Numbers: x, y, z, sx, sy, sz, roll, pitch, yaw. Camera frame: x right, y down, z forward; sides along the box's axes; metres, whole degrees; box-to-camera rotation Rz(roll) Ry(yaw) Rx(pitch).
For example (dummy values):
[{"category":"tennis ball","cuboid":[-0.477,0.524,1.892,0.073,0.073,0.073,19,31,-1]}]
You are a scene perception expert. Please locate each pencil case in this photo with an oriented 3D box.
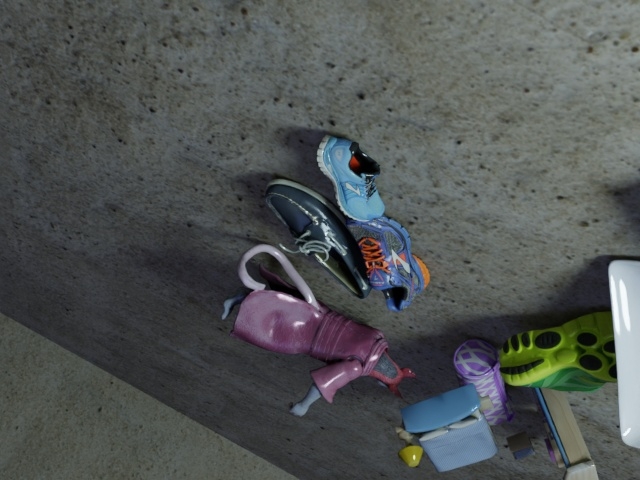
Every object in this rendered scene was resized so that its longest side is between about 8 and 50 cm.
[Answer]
[{"category":"pencil case","cuboid":[0.298,0.262,1.744,0.088,0.086,0.206,28,159,37]}]

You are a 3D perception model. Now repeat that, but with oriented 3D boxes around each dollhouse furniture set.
[{"category":"dollhouse furniture set","cuboid":[0.314,0.403,1.698,0.303,0.198,0.286,-20,139,8]}]

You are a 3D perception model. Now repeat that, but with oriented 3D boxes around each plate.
[{"category":"plate","cuboid":[0.525,0.160,1.265,0.278,0.045,0.278,3,107,41]}]

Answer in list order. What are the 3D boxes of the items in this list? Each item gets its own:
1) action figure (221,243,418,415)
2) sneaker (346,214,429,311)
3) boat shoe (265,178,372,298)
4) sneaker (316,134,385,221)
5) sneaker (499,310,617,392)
[{"category":"action figure","cuboid":[0.018,0.166,1.796,0.370,0.248,0.276,24,127,12]},{"category":"sneaker","cuboid":[0.104,0.034,1.526,0.083,0.087,0.221,2,144,41]},{"category":"boat shoe","cuboid":[0.000,0.000,1.575,0.254,0.079,0.095,43,150,-27]},{"category":"sneaker","cuboid":[0.057,-0.084,1.392,0.073,0.063,0.162,3,144,36]},{"category":"sneaker","cuboid":[0.417,0.175,1.489,0.123,0.110,0.295,15,162,-38]}]
